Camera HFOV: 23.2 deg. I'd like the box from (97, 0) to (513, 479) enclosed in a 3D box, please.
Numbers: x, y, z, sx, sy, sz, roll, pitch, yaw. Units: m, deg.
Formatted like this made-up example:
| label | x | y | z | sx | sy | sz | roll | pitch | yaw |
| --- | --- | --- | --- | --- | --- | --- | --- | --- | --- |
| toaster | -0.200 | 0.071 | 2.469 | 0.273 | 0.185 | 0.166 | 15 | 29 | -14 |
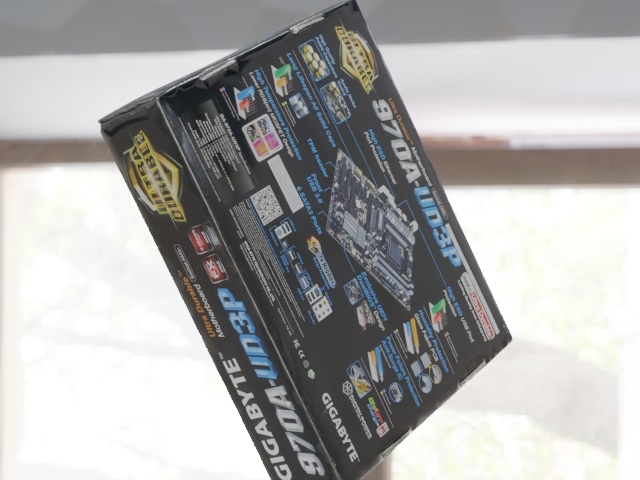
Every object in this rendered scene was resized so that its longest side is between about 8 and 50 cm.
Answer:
| label | x | y | z | sx | sy | sz | roll | pitch | yaw |
| --- | --- | --- | --- | --- | --- | --- | --- | --- | --- |
| box | 0.000 | 0.000 | 0.824 | 0.175 | 0.051 | 0.220 | -35 | -77 | -47 |
